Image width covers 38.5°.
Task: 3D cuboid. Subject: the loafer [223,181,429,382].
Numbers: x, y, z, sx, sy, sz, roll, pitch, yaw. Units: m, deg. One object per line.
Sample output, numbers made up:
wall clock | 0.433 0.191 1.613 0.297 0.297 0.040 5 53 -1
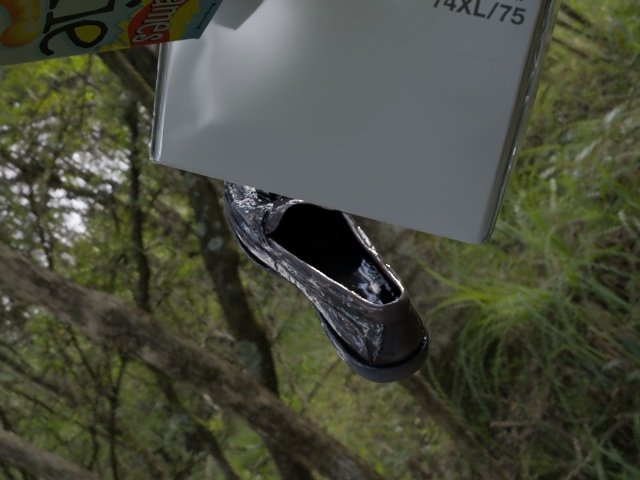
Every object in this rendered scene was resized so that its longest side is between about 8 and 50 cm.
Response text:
loafer | 0.000 0.000 0.862 0.109 0.302 0.095 -28 -39 -18

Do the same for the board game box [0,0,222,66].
board game box | -0.157 -0.153 0.326 0.275 0.142 0.144 -21 -17 -41

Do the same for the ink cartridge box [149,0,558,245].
ink cartridge box | 0.046 -0.145 0.573 0.270 0.198 0.197 -45 -32 -67
